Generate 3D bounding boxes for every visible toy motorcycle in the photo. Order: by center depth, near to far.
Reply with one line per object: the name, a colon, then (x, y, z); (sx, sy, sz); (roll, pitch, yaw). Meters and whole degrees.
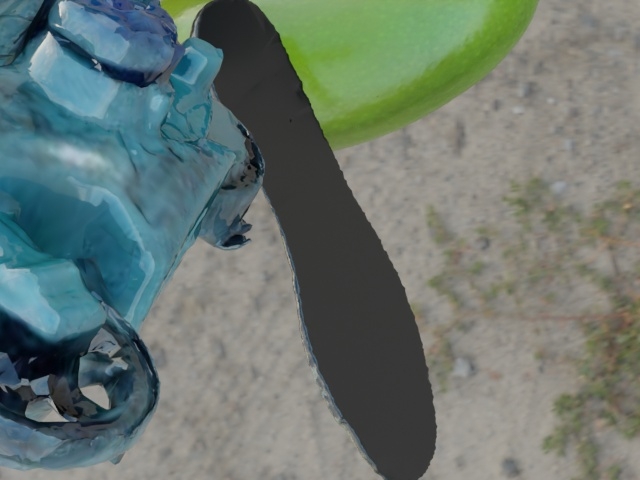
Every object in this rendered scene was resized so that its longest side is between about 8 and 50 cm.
toy motorcycle: (-0.122, -0.031, 0.531); (0.206, 0.260, 0.154); (31, 115, -4)

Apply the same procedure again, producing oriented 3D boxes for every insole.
insole: (0.000, 0.000, 1.057); (0.009, 0.119, 0.348); (-19, 97, 40)

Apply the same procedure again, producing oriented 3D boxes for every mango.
mango: (0.001, -0.146, 1.198); (0.343, 0.192, 0.156); (-13, 116, 13)
